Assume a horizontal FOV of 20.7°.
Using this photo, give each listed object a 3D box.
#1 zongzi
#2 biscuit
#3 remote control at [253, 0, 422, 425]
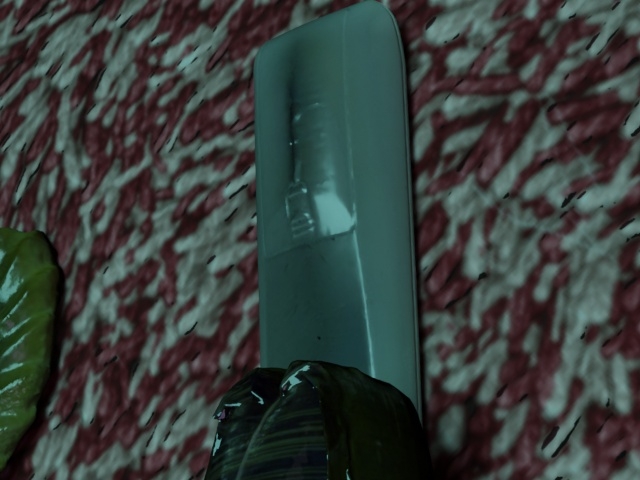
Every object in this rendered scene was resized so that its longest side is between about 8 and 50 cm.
[{"bbox_3d":[-0.065,0.239,0.943,0.317,0.154,0.289,-25,57,33],"label":"zongzi"},{"bbox_3d":[-0.279,0.122,1.242,0.273,0.036,0.187,-39,51,18],"label":"biscuit"},{"bbox_3d":[0.000,0.000,1.063,0.109,0.055,0.313,-18,60,32],"label":"remote control"}]
